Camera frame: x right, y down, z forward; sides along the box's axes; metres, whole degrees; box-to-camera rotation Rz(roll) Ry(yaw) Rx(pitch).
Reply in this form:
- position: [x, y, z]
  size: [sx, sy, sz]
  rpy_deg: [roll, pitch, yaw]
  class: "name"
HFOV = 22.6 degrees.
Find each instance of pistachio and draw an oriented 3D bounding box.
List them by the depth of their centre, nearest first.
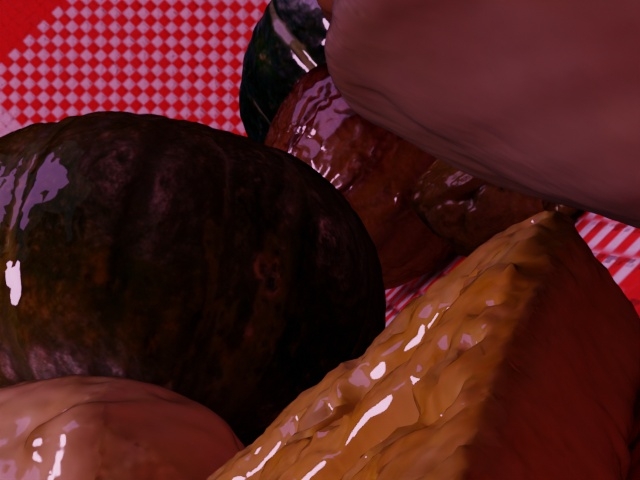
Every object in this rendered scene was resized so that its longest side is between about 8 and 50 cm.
- position: [0.082, -0.077, 0.390]
  size: [0.197, 0.166, 0.288]
  rpy_deg: [-20, -2, -16]
  class: "pistachio"

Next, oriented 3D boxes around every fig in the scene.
- position: [0.000, 0.000, 0.922]
  size: [0.201, 0.133, 0.146]
  rpy_deg: [-53, -7, 7]
  class: "fig"

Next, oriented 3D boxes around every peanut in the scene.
- position: [-0.131, 0.139, 0.642]
  size: [0.319, 0.147, 0.147]
  rpy_deg: [-29, 13, 41]
  class: "peanut"

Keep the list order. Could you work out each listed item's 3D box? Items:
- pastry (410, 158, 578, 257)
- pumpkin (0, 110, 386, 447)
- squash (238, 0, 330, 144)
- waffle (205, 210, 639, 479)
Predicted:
- position: [0.092, -0.033, 0.740]
  size: [0.109, 0.057, 0.097]
  rpy_deg: [-48, 7, -29]
  class: "pastry"
- position: [-0.077, 0.029, 0.721]
  size: [0.223, 0.223, 0.157]
  rpy_deg: [-39, 36, 55]
  class: "pumpkin"
- position: [0.061, -0.125, 1.088]
  size: [0.252, 0.165, 0.252]
  rpy_deg: [-38, -9, -7]
  class: "squash"
- position: [-0.003, 0.096, 0.373]
  size: [0.168, 0.057, 0.274]
  rpy_deg: [-42, 5, 24]
  class: "waffle"
